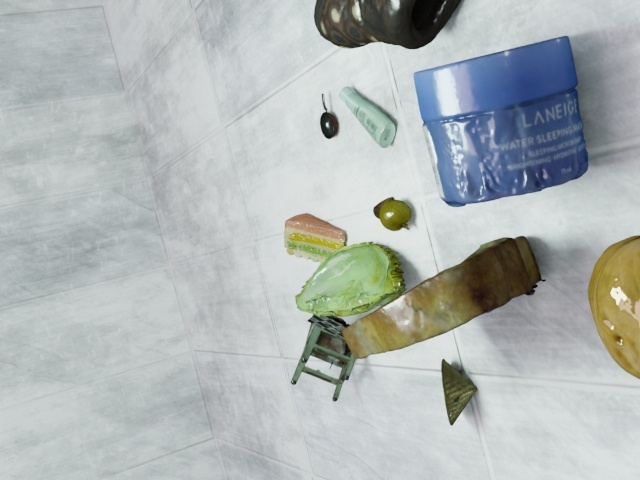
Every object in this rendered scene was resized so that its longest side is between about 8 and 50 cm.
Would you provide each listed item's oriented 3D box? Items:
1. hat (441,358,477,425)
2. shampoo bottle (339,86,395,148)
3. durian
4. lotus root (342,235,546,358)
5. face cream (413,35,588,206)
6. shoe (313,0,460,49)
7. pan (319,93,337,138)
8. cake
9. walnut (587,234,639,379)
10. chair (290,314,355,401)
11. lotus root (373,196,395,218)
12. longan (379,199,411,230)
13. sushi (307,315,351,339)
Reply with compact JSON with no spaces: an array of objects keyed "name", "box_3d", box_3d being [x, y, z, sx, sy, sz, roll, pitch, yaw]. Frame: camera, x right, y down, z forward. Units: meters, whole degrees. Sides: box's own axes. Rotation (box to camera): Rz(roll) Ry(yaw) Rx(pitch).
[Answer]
[{"name":"hat","box_3d":[0.305,0.324,1.675,0.146,0.067,0.145,-8,-90,-75]},{"name":"shampoo bottle","box_3d":[0.103,-0.288,1.768,0.190,0.041,0.069,52,150,38]},{"name":"durian","box_3d":[0.077,0.097,1.840,0.394,0.198,0.163,2,103,60]},{"name":"lotus root","box_3d":[0.217,0.111,1.394,0.111,0.375,0.390,62,-170,7]},{"name":"face cream","box_3d":[0.291,-0.189,1.243,0.249,0.249,0.225,7,114,61]},{"name":"shoe","box_3d":[0.135,-0.460,1.481,0.384,0.171,0.237,-47,57,50]},{"name":"pan","box_3d":[0.021,-0.310,1.931,0.068,0.024,0.115,27,129,56]},{"name":"cake","box_3d":[-0.018,0.004,2.096,0.225,0.090,0.109,27,123,54]},{"name":"walnut","box_3d":[0.482,0.099,1.096,0.195,0.195,0.221,-21,92,63]},{"name":"chair","box_3d":[0.032,0.278,2.118,0.136,0.147,0.270,112,179,-46]},{"name":"lotus root","box_3d":[0.146,-0.071,1.806,0.083,0.030,0.037,-40,69,61]},{"name":"longan","box_3d":[0.170,-0.051,1.730,0.083,0.075,0.075,54,147,20]},{"name":"sushi","box_3d":[0.067,0.223,1.979,0.031,0.201,0.139,-65,7,-19]}]
